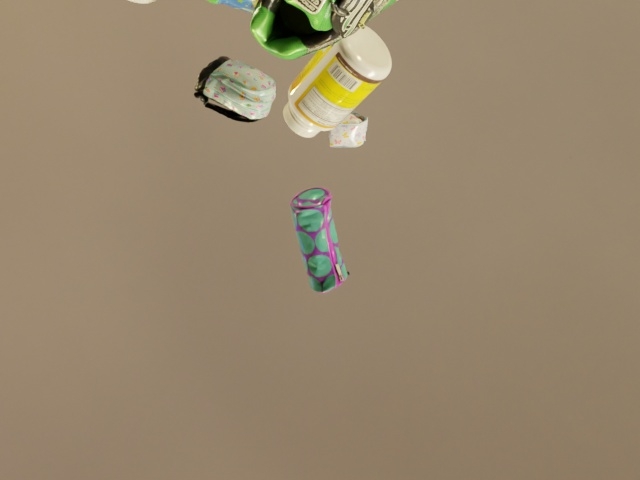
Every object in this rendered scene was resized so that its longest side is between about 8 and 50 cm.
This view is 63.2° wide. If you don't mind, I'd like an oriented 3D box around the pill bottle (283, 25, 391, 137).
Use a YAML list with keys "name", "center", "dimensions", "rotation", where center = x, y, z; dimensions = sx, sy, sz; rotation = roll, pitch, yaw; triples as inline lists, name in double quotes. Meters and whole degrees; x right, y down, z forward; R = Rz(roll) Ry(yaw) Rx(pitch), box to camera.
- name: "pill bottle"
  center: [0.021, -0.280, 0.941]
  dimensions: [0.215, 0.117, 0.117]
  rotation: [-36, -99, 46]

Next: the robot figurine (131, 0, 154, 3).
- name: "robot figurine"
  center: [-0.403, -0.719, 1.249]
  dimensions: [0.353, 0.199, 0.300]
  rotation: [-47, -146, -10]

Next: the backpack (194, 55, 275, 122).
- name: "backpack"
  center: [-0.204, -0.381, 1.310]
  dimensions: [0.182, 0.152, 0.115]
  rotation: [31, -40, 2]

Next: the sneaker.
- name: "sneaker"
  center: [0.048, -0.257, 0.462]
  dimensions: [0.134, 0.146, 0.344]
  rotation: [43, -25, -14]

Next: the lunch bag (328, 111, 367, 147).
- name: "lunch bag"
  center: [0.062, -0.250, 1.175]
  dimensions: [0.084, 0.053, 0.071]
  rotation: [-1, -38, -3]

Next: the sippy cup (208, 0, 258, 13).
- name: "sippy cup"
  center: [-0.132, -0.634, 1.229]
  dimensions: [0.224, 0.305, 0.240]
  rotation: [19, -43, -22]

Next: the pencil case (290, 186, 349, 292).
- name: "pencil case"
  center: [0.000, 0.000, 0.776]
  dimensions: [0.070, 0.065, 0.151]
  rotation: [14, -53, 44]
